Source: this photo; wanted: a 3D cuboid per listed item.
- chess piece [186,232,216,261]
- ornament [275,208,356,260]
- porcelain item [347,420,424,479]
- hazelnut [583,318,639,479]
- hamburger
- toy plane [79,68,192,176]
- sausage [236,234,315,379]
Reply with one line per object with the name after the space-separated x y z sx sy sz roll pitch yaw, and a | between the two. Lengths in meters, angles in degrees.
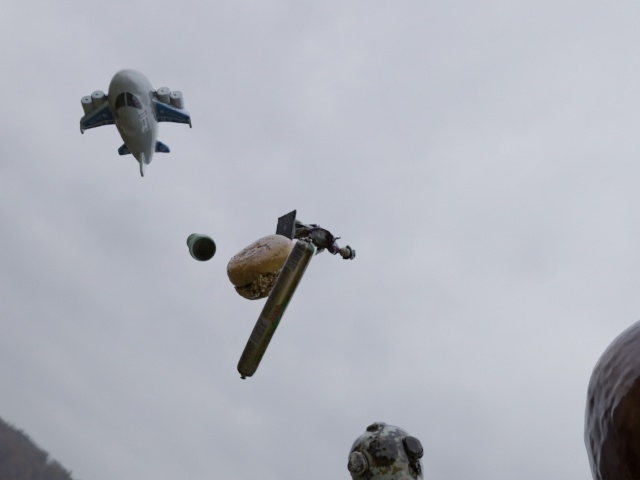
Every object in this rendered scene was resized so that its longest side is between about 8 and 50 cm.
-0.268 0.010 1.736 0.059 0.059 0.149 52 -11 -16 | chess piece
0.002 -0.003 1.846 0.203 0.088 0.081 18 -20 -21 | ornament
0.145 0.472 1.415 0.186 0.138 0.288 75 -5 -54 | porcelain item
0.621 0.311 1.349 0.353 0.421 0.421 37 -31 -11 | hazelnut
-0.105 0.049 1.482 0.083 0.138 0.147 59 -13 -20 | hamburger
-0.439 -0.287 1.894 0.267 0.122 0.267 -3 -47 -3 | toy plane
-0.067 0.101 1.141 0.033 0.033 0.269 33 -63 13 | sausage
